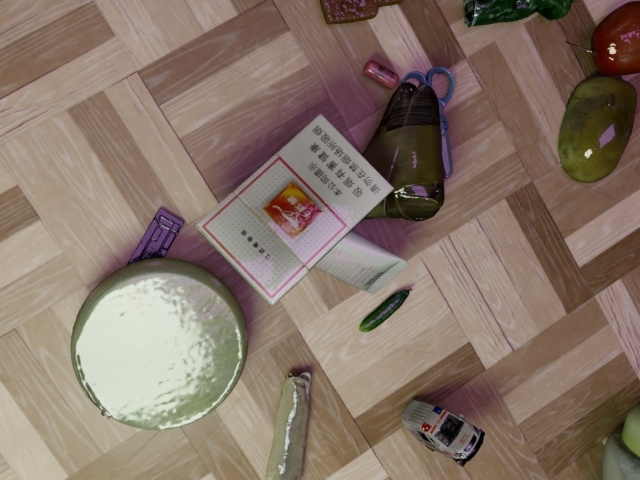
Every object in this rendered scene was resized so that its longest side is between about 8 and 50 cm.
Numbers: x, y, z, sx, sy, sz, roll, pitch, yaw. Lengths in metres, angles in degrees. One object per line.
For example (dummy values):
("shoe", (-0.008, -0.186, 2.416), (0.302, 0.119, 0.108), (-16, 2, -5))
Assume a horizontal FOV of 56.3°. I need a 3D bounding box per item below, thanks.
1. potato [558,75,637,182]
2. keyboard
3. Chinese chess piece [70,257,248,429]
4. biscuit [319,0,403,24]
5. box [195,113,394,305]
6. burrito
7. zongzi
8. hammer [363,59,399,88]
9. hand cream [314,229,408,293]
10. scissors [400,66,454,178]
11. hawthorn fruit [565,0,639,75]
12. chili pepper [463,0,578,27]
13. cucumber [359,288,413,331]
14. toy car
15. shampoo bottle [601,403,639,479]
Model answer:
("potato", (0.672, -0.270, 1.415), (0.160, 0.111, 0.271), (18, 90, -12))
("keyboard", (-0.371, 0.033, 1.290), (0.061, 0.013, 0.204), (30, 87, -11))
("Chinese chess piece", (-0.325, 0.209, 1.231), (0.350, 0.146, 0.349), (-1, 97, -10))
("biscuit", (0.091, -0.609, 1.326), (0.278, 0.043, 0.301), (37, 87, -12))
("box", (-0.048, -0.057, 1.172), (0.330, 0.095, 0.210), (-43, 88, -10))
("burrito", (-0.068, 0.427, 1.342), (0.082, 0.059, 0.275), (7, 92, -17))
("zongzi", (0.107, -0.186, 1.316), (0.318, 0.154, 0.289), (-4, 81, 10))
("hammer", (0.137, -0.374, 1.348), (0.083, 0.043, 0.043), (26, 88, -10))
("hand cream", (0.000, 0.000, 1.290), (0.359, 0.185, 0.118), (28, 55, -7))
("scissors", (0.266, -0.268, 1.381), (0.125, 0.030, 0.256), (-13, 93, -7))
("hawthorn fruit", (0.691, -0.454, 1.396), (0.204, 0.162, 0.162), (-25, 97, 9))
("chili pepper", (0.465, -0.560, 1.372), (0.271, 0.099, 0.136), (-3, 68, -4))
("cucumber", (0.151, 0.161, 1.378), (0.155, 0.037, 0.037), (-39, 99, -5))
("toy car", (0.267, 0.416, 1.324), (0.108, 0.210, 0.089), (46, 74, -10))
("shampoo bottle", (0.821, 0.558, 1.375), (0.323, 0.322, 0.317), (3, 102, -10))
